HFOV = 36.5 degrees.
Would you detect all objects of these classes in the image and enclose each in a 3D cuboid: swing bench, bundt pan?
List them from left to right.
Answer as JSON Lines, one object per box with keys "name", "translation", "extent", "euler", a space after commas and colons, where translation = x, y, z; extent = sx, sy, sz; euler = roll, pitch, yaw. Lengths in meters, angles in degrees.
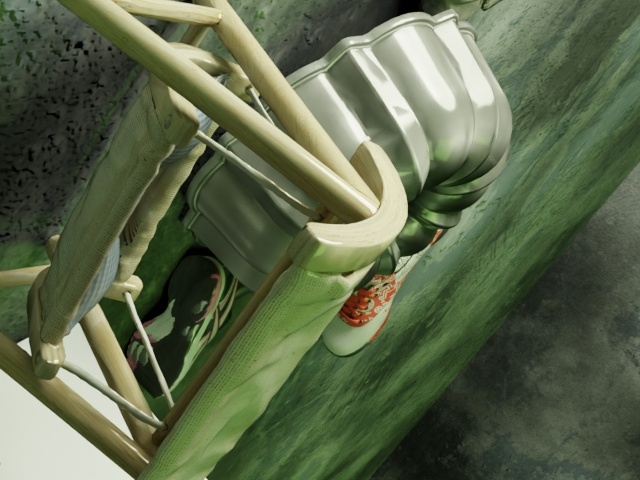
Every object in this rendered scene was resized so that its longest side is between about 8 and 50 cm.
{"name": "swing bench", "translation": [-0.099, 0.008, 0.604], "extent": [0.253, 0.255, 0.165], "euler": [-53, 159, 25]}
{"name": "bundt pan", "translation": [0.045, -0.052, 0.899], "extent": [0.331, 0.124, 0.331], "euler": [-33, 163, -11]}

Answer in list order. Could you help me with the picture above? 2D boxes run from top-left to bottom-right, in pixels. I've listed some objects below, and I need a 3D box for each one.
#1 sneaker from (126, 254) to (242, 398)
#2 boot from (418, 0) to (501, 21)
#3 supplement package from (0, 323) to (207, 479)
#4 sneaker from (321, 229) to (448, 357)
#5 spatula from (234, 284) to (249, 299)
{"name": "sneaker", "translation": [-0.128, 0.089, 0.991], "extent": [0.077, 0.072, 0.178], "euler": [-9, 142, -55]}
{"name": "boot", "translation": [0.194, -0.290, 0.865], "extent": [0.246, 0.083, 0.161], "euler": [-31, 165, -18]}
{"name": "supplement package", "translation": [-0.224, 0.235, 0.815], "extent": [0.204, 0.262, 0.145], "euler": [-30, 157, -35]}
{"name": "sneaker", "translation": [0.055, 0.044, 1.242], "extent": [0.270, 0.090, 0.145], "euler": [-55, 157, 19]}
{"name": "spatula", "translation": [0.000, 0.000, 1.087], "extent": [0.296, 0.084, 0.030], "euler": [-28, -179, -23]}
